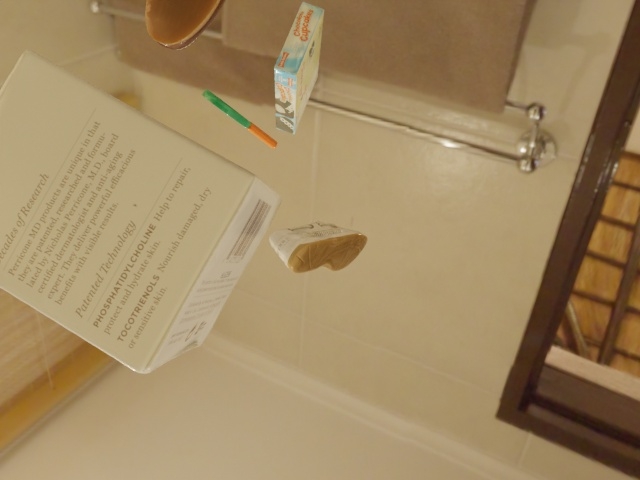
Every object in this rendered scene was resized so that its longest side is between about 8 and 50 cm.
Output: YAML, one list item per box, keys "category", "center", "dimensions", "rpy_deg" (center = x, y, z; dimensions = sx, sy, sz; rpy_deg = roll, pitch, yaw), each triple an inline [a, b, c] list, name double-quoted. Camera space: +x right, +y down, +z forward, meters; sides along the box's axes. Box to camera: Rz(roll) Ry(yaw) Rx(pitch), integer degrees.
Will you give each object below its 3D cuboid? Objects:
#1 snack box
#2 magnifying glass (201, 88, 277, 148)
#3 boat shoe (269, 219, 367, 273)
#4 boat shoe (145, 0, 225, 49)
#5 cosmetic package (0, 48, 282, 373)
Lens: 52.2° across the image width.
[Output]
- category: "snack box"
  center: [-0.056, -0.416, 1.630]
  dimensions: [0.060, 0.322, 0.187]
  rpy_deg: [20, -105, 2]
- category: "magnifying glass"
  center: [-0.199, -0.300, 1.626]
  dimensions: [0.231, 0.026, 0.092]
  rpy_deg: [32, -172, -33]
- category: "boat shoe"
  center: [0.000, 0.000, 1.312]
  dimensions: [0.096, 0.098, 0.277]
  rpy_deg: [40, -162, 25]
- category: "boat shoe"
  center: [-0.115, -0.291, 0.689]
  dimensions: [0.073, 0.207, 0.073]
  rpy_deg: [27, 179, 4]
- category: "cosmetic package"
  center: [-0.322, -0.041, 1.078]
  dimensions: [0.393, 0.327, 0.329]
  rpy_deg: [30, -179, 5]
